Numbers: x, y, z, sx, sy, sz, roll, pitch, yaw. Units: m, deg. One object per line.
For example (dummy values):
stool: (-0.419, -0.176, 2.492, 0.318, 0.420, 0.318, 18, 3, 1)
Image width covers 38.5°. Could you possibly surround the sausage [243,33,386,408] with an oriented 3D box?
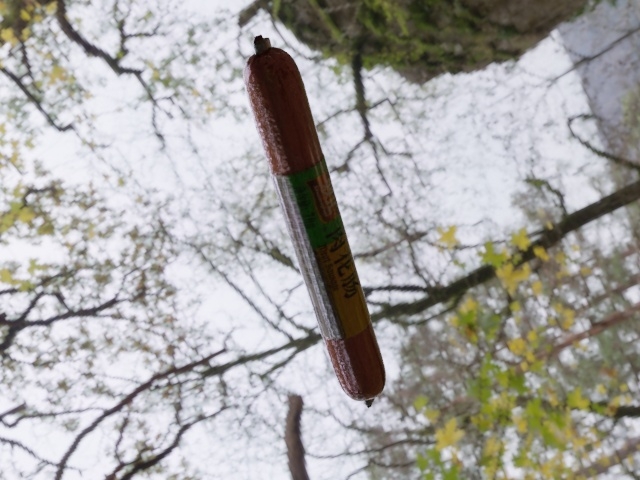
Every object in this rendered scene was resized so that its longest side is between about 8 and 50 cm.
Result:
sausage: (0.000, 0.000, 0.475, 0.029, 0.029, 0.223, -70, -32, -57)
